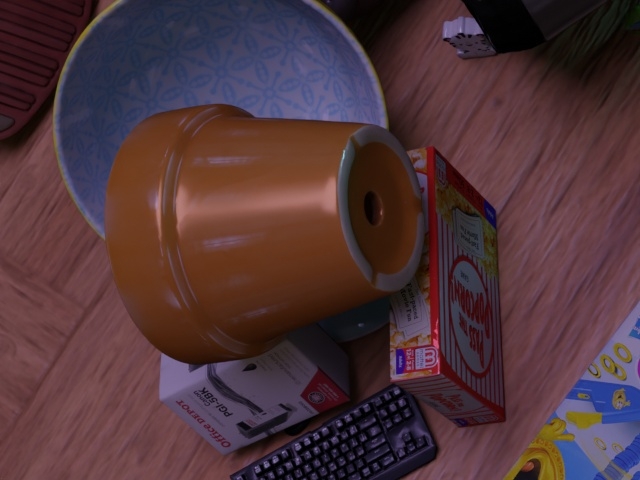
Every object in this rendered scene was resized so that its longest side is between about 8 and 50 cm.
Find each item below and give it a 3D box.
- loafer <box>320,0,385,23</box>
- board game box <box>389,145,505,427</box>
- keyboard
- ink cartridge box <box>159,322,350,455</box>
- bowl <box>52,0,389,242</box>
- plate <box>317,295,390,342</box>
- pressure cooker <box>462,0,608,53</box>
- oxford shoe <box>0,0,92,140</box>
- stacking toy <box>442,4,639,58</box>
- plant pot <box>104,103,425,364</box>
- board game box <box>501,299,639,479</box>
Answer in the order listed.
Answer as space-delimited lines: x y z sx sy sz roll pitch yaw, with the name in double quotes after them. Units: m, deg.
-0.024 -0.324 1.661 0.130 0.134 0.366 -12 49 -25 "loafer"
0.102 0.041 1.415 0.045 0.147 0.193 -10 67 24 "board game box"
0.004 0.178 1.483 0.180 0.023 0.108 -30 59 12 "keyboard"
-0.057 0.117 1.480 0.135 0.099 0.056 -27 40 22 "ink cartridge box"
-0.084 -0.116 1.548 0.289 0.289 0.156 -32 17 12 "bowl"
0.000 0.000 1.494 0.188 0.188 0.024 -33 17 12 "plate"
0.216 -0.400 1.358 0.420 0.375 0.370 -32 96 9 "pressure cooker"
-0.321 -0.286 1.799 0.146 0.140 0.397 -5 66 54 "oxford shoe"
0.212 -0.258 1.536 0.221 0.052 0.167 -5 68 25 "stacking toy"
-0.030 -0.014 1.336 0.188 0.205 0.205 -9 66 32 "plant pot"
0.272 0.252 1.277 0.308 0.086 0.302 37 89 33 "board game box"
